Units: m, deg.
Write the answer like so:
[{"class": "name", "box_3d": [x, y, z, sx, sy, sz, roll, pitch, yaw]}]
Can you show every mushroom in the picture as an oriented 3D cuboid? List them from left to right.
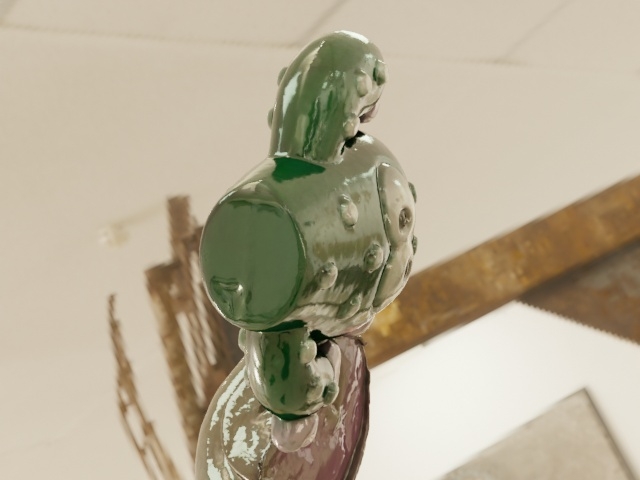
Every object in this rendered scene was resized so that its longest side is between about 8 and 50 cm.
[{"class": "mushroom", "box_3d": [-0.035, 0.155, 1.008, 0.117, 0.188, 0.141, -3, -31, 37]}]

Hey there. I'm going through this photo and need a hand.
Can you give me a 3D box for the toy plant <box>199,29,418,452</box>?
[{"class": "toy plant", "box_3d": [0.001, -0.005, 0.867, 0.243, 0.112, 0.233, -61, -26, -48]}]
